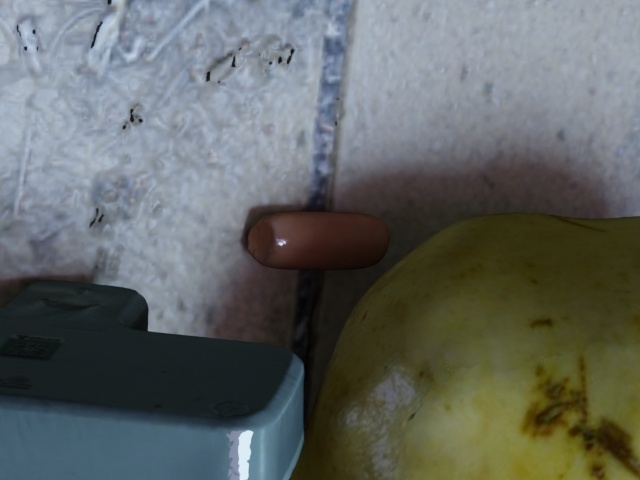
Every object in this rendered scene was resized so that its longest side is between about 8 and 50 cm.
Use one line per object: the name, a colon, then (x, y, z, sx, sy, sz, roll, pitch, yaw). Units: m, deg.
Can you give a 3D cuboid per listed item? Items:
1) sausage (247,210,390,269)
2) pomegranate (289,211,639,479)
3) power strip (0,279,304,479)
sausage: (0.000, 0.000, 1.099, 0.083, 0.034, 0.034, 0, 107, -30)
pomegranate: (0.139, 0.143, 1.070, 0.332, 0.332, 0.333, -10, 112, -26)
power strip: (-0.137, 0.071, 0.959, 0.265, 0.193, 0.059, 5, 106, 8)
